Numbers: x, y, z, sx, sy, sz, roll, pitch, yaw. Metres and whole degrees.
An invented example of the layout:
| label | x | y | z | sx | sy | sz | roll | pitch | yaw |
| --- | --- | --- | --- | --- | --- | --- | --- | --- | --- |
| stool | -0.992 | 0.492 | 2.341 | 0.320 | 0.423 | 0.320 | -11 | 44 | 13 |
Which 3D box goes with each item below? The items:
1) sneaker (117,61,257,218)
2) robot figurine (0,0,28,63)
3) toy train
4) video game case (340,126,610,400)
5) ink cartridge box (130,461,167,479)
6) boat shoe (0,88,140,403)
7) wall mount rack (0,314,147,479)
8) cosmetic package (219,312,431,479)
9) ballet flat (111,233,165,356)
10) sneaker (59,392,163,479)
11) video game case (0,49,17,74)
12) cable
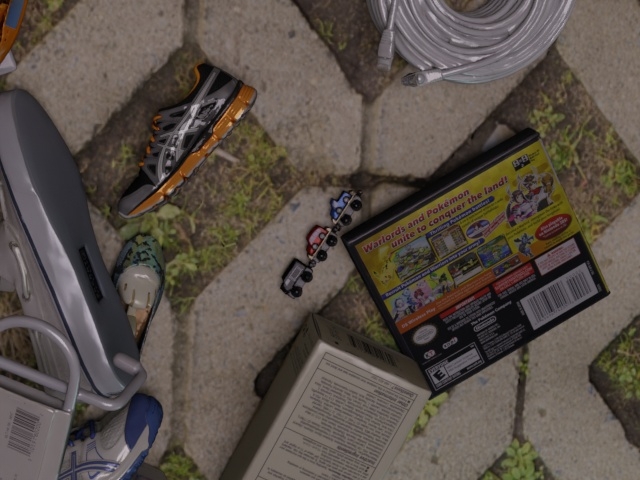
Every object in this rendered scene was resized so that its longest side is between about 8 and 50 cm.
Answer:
| label | x | y | z | sx | sy | sz | roll | pitch | yaw |
| --- | --- | --- | --- | --- | --- | --- | --- | --- | --- |
| sneaker | -0.169 | -0.114 | 1.682 | 0.083 | 0.084 | 0.215 | 41 | 88 | -4 |
| robot figurine | -0.393 | -0.299 | 1.554 | 0.211 | 0.085 | 0.291 | 16 | 101 | -18 |
| toy train | 0.000 | 0.000 | 1.766 | 0.036 | 0.027 | 0.158 | 34 | 93 | -6 |
| video game case | 0.198 | 0.031 | 1.798 | 0.275 | 0.035 | 0.248 | -30 | 113 | -4 |
| ink cartridge box | -0.219 | 0.329 | 1.737 | 0.052 | 0.122 | 0.088 | 26 | 96 | -20 |
| boat shoe | -0.338 | 0.019 | 1.645 | 0.156 | 0.136 | 0.367 | -18 | 99 | 15 |
| wall mount rack | -0.362 | 0.184 | 1.584 | 0.304 | 0.130 | 0.350 | 23 | 119 | 6 |
| cosmetic package | -0.011 | 0.265 | 1.756 | 0.160 | 0.113 | 0.309 | 27 | 101 | -13 |
| ballet flat | -0.223 | 0.088 | 1.714 | 0.070 | 0.070 | 0.188 | 12 | 99 | -15 |
| sneaker | -0.321 | 0.274 | 1.710 | 0.296 | 0.112 | 0.131 | -44 | 102 | -3 |
| video game case | -0.460 | -0.258 | 1.611 | 0.183 | 0.023 | 0.201 | -20 | 106 | -8 |
| cable | 0.179 | -0.314 | 1.706 | 0.257 | 0.089 | 0.257 | -3 | 102 | -13 |
